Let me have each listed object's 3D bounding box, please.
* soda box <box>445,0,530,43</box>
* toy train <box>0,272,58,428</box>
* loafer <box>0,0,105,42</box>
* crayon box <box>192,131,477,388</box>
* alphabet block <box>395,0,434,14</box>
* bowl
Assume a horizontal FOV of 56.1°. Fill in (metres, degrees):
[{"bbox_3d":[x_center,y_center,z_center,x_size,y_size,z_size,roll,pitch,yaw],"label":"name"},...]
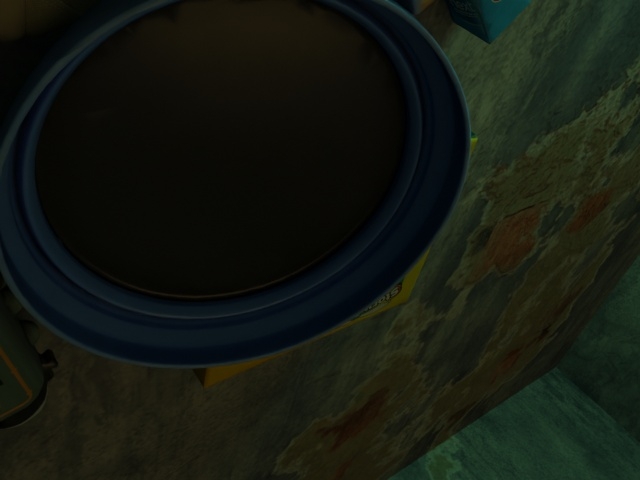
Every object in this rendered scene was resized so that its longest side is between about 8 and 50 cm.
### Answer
[{"bbox_3d":[0.164,-0.312,0.645,0.071,0.067,0.210,-46,147,4],"label":"soda box"},{"bbox_3d":[-0.333,0.081,0.474,0.190,0.142,0.333,-26,144,-23],"label":"toy train"},{"bbox_3d":[-0.160,-0.245,0.345,0.092,0.102,0.268,-18,149,-37],"label":"loafer"},{"bbox_3d":[0.000,0.000,0.785,0.363,0.106,0.313,-17,140,-33],"label":"crayon box"},{"bbox_3d":[0.065,-0.321,0.415,0.197,0.192,0.193,-40,149,-5],"label":"alphabet block"},{"bbox_3d":[-0.063,-0.042,0.515,0.391,0.077,0.391,-14,137,-14],"label":"bowl"}]
